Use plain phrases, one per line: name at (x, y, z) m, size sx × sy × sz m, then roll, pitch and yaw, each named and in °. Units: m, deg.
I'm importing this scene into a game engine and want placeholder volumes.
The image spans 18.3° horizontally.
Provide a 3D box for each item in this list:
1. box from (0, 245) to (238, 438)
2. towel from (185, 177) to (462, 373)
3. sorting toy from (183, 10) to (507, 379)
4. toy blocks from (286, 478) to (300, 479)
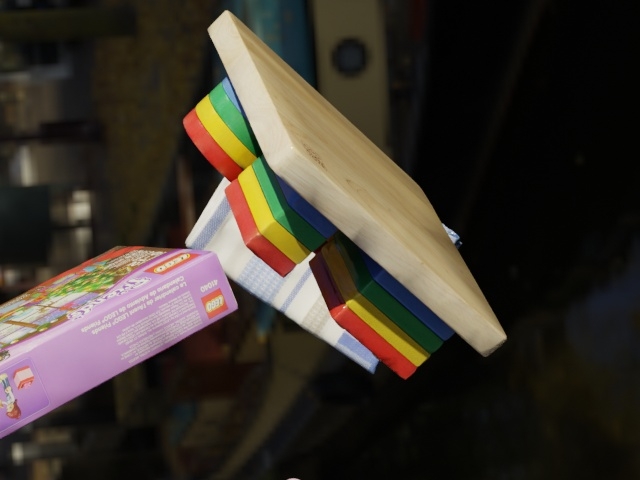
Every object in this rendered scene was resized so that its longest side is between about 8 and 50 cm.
box at (-0.237, 0.091, 1.622) m, size 0.201 × 0.293 × 0.057 m, roll 3°, pitch 118°, yaw 60°
towel at (0.000, 0.000, 2.360) m, size 0.209 × 0.285 × 0.034 m, roll -56°, pitch -5°, yaw 14°
sorting toy at (0.003, -0.028, 1.587) m, size 0.089 × 0.257 × 0.255 m, roll -43°, pitch 31°, yaw 11°
toy blocks at (-0.004, 0.284, 1.509) m, size 0.288 × 0.309 × 0.260 m, roll 7°, pitch 116°, yaw 43°
